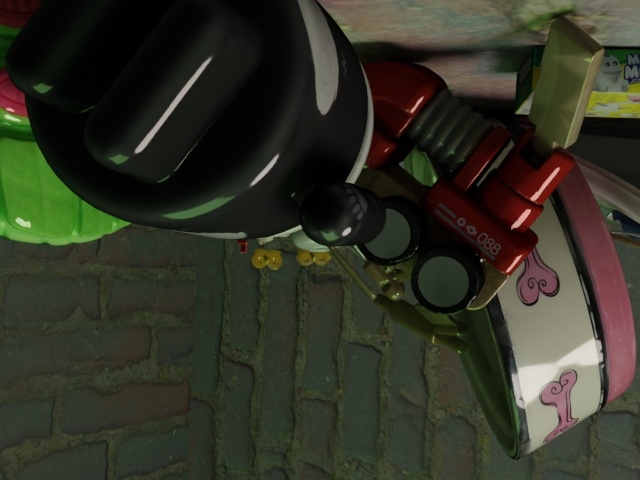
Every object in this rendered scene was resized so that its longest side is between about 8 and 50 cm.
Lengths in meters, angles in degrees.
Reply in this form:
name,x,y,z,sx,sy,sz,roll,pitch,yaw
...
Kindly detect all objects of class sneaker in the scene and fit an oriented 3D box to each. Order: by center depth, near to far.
name,x,y,z,sx,sy,sz,roll,pitch,yaw
sneaker,-0.229,-0.083,0.724,0.202,0.185,0.483,0,176,17

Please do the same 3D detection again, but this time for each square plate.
name,x,y,z,sx,sy,sz,roll,pitch,yaw
square plate,0.454,-0.052,1.070,0.344,0.049,0.347,4,-159,-19

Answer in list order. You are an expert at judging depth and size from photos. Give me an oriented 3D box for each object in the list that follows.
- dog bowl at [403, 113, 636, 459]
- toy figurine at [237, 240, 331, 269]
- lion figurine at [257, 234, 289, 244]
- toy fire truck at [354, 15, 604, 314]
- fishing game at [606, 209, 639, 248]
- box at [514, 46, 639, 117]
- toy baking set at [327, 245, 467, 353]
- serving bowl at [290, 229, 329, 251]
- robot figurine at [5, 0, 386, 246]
name,x,y,z,sx,sy,sz,roll,pitch,yaw
dog bowl,0.225,0.036,1.077,0.151,0.407,0.408,-17,178,1
toy figurine,0.000,-0.084,1.909,0.363,0.191,0.217,-5,-151,-8
lion figurine,-0.063,-0.099,1.251,0.240,0.142,0.392,9,166,17
toy fire truck,0.113,-0.088,0.761,0.217,0.246,0.158,41,-159,10
fishing game,0.418,-0.001,1.042,0.189,0.041,0.264,22,-158,36
box,0.264,-0.133,0.790,0.179,0.043,0.105,4,178,3
toy baking set,0.080,0.039,1.118,0.030,0.196,0.256,-41,-146,-17
serving bowl,0.000,0.000,1.298,0.083,0.027,0.083,-3,169,-1
robot figurine,-0.066,-0.085,0.563,0.174,0.209,0.278,-12,174,14
